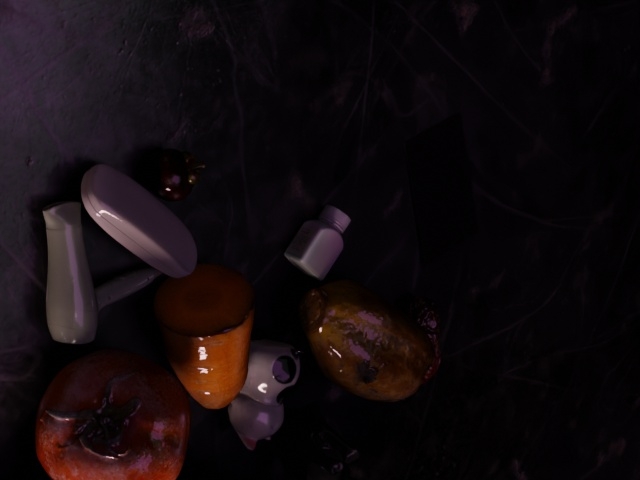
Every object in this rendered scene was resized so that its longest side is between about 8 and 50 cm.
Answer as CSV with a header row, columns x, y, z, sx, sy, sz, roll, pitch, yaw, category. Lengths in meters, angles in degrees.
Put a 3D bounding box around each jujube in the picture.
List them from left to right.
x,y,z,sx,sy,sz,roll,pitch,yaw,category
0.189,0.192,2.135,0.104,0.104,0.165,18,81,-45,jujube

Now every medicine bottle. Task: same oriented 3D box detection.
x,y,z,sx,sy,sz,roll,pitch,yaw,category
0.000,0.000,1.918,0.074,0.055,0.118,42,76,-42,medicine bottle

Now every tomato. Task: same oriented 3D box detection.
x,y,z,sx,sy,sz,roll,pitch,yaw,category
-0.301,0.272,1.633,0.232,0.232,0.188,-50,172,-19,tomato

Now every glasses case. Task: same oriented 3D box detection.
x,y,z,sx,sy,sz,roll,pitch,yaw,category
-0.264,-0.026,1.641,0.233,0.059,0.092,43,34,-43,glasses case

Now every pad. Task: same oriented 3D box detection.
x,y,z,sx,sy,sz,roll,pitch,yaw,category
0.233,-0.098,2.135,0.160,0.009,0.265,-29,121,-32,pad

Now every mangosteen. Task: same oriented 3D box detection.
x,y,z,sx,sy,sz,roll,pitch,yaw,category
-0.221,-0.097,1.663,0.081,0.081,0.081,-16,115,-39,mangosteen

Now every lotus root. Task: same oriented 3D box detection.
x,y,z,sx,sy,sz,roll,pitch,yaw,category
0.072,0.181,1.964,0.291,0.193,0.193,40,76,-43,lotus root

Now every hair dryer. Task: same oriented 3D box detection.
x,y,z,sx,sy,sz,roll,pitch,yaw,category
-0.307,0.033,1.654,0.237,0.075,0.206,-13,107,-48,hair dryer

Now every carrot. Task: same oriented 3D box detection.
x,y,z,sx,sy,sz,roll,pitch,yaw,category
-0.170,0.171,1.768,0.159,0.159,0.225,-33,135,-31,carrot

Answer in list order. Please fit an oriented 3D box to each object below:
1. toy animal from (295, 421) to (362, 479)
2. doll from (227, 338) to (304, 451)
x,y,z,sx,sy,sz,roll,pitch,yaw,category
0.027,0.434,2.033,0.115,0.146,0.245,-16,114,-32,toy animal
-0.100,0.251,1.881,0.110,0.107,0.180,0,112,-65,doll
